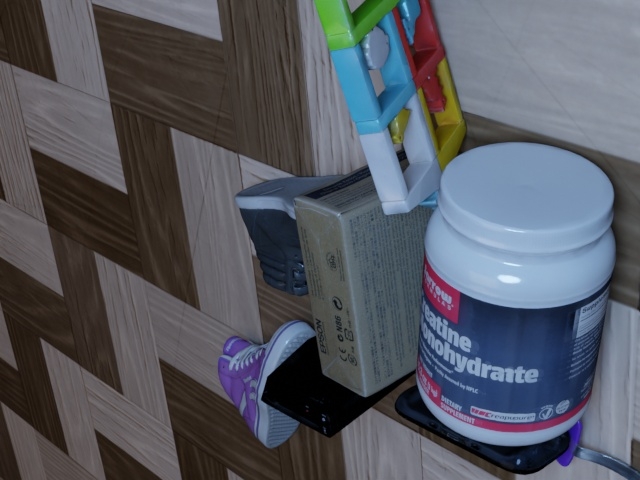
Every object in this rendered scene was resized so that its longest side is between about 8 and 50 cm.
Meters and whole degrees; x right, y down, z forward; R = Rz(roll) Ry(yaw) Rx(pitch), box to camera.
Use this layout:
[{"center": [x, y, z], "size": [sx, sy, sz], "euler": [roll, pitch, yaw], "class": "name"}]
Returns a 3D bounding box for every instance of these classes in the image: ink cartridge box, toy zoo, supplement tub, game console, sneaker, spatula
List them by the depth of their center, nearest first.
[{"center": [0.082, -0.160, 1.169], "size": [0.030, 0.192, 0.293], "euler": [-5, 119, 30], "class": "toy zoo"}, {"center": [0.199, 0.057, 1.181], "size": [0.191, 0.191, 0.272], "euler": [31, 135, 38], "class": "supplement tub"}, {"center": [0.337, 0.261, 1.280], "size": [0.296, 0.030, 0.084], "euler": [37, 136, 33], "class": "spatula"}, {"center": [0.082, 0.031, 1.314], "size": [0.088, 0.193, 0.235], "euler": [21, 127, 47], "class": "ink cartridge box"}, {"center": [0.116, 0.191, 1.366], "size": [0.361, 0.213, 0.044], "euler": [22, 129, 39], "class": "game console"}, {"center": [0.000, 0.000, 1.489], "size": [0.296, 0.104, 0.147], "euler": [7, 120, 57], "class": "sneaker"}, {"center": [-0.094, 0.185, 1.734], "size": [0.161, 0.102, 0.282], "euler": [48, 143, 26], "class": "sneaker"}]

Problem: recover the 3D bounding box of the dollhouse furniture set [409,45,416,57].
[{"center": [0.081, -0.204, 1.255], "size": [0.091, 0.081, 0.114], "euler": [-26, 91, 56], "class": "dollhouse furniture set"}]
